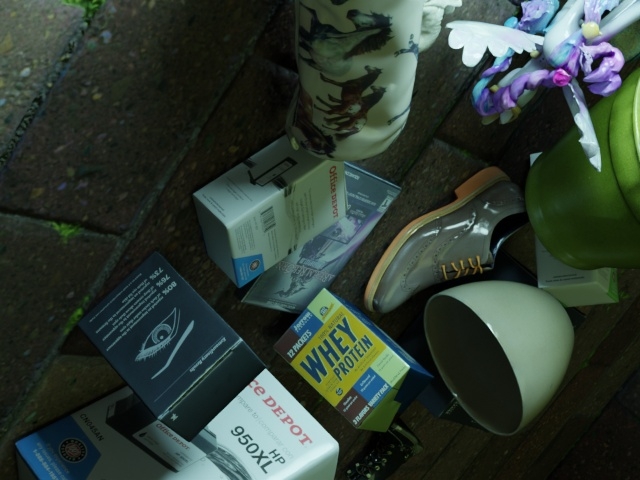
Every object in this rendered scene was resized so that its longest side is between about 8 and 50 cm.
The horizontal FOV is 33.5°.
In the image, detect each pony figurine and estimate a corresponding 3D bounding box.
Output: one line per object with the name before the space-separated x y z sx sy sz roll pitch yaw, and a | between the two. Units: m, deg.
pony figurine | 0.369 -0.286 1.592 0.363 0.303 0.351 -44 -178 17

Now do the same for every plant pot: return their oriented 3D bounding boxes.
plant pot | 0.541 -0.099 1.783 0.366 0.366 0.353 -25 178 -32
plant pot | 0.348 0.185 1.936 0.191 0.284 0.284 -26 144 -21

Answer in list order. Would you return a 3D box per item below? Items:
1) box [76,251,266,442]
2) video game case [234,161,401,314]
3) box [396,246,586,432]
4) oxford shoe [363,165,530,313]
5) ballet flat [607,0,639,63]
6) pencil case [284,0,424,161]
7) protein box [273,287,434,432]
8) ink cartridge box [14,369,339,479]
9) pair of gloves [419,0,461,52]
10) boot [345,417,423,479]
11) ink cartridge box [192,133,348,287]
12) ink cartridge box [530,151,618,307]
box | -0.202 0.144 1.445 0.153 0.207 0.108 -43 149 -7
video game case | 0.000 0.000 1.709 0.274 0.026 0.196 -54 149 11
box | 0.348 0.207 2.227 0.343 0.179 0.312 -51 150 6
oxford shoe | 0.234 0.018 1.910 0.364 0.133 0.130 -41 150 -8
ballet flat | 0.583 -0.468 1.818 0.348 0.123 0.123 -53 149 11
pencil case | 0.033 -0.275 1.299 0.183 0.160 0.410 -2 140 -2
protein box | 0.061 0.210 1.827 0.136 0.201 0.200 -49 159 2
ink cartridge box | -0.212 0.352 1.599 0.395 0.285 0.166 -26 143 -32
pair of gloves | 0.139 -0.355 1.452 0.204 0.042 0.240 -14 137 -43
boot | 0.132 0.479 2.368 0.178 0.085 0.236 -42 150 -4
ink cartridge box | -0.067 -0.051 1.506 0.203 0.086 0.148 -35 148 -21
ink cartridge box | 0.494 -0.024 2.058 0.115 0.273 0.198 -8 162 26
